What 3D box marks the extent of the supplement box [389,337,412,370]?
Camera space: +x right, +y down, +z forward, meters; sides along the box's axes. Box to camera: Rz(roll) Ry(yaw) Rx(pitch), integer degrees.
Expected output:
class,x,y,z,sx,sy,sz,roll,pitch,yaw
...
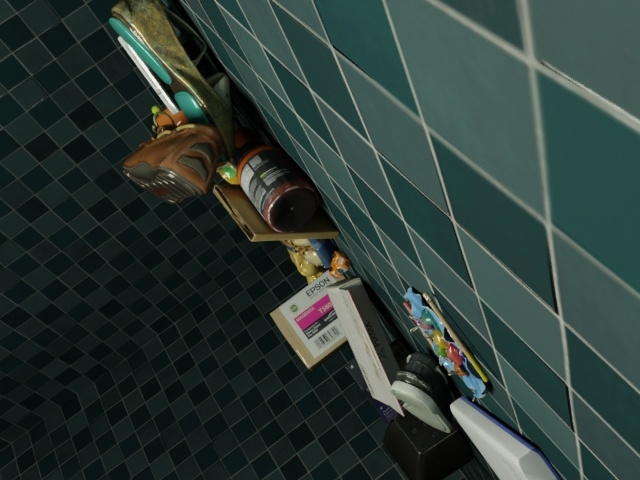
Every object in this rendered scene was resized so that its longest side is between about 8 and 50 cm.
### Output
class,x,y,z,sx,sy,sz,roll,pitch,yaw
supplement box,0.198,0.298,1.680,0.083,0.056,0.083,51,175,27

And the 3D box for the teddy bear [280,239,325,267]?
class,x,y,z,sx,sy,sz,roll,pitch,yaw
teddy bear,-0.087,-0.061,1.751,0.245,0.113,0.338,48,172,-36

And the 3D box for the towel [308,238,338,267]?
class,x,y,z,sx,sy,sz,roll,pitch,yaw
towel,0.000,0.000,1.512,0.119,0.029,0.067,59,-154,-25

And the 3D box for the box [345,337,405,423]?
class,x,y,z,sx,sy,sz,roll,pitch,yaw
box,0.191,0.410,1.988,0.207,0.153,0.108,56,175,-39

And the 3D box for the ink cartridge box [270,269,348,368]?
class,x,y,z,sx,sy,sz,roll,pitch,yaw
ink cartridge box,0.008,0.216,1.896,0.193,0.234,0.088,52,175,14

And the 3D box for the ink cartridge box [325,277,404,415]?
class,x,y,z,sx,sy,sz,roll,pitch,yaw
ink cartridge box,0.118,0.230,1.543,0.296,0.066,0.261,66,168,-1

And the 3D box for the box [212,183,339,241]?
class,x,y,z,sx,sy,sz,roll,pitch,yaw
box,-0.085,-0.056,1.312,0.201,0.021,0.164,-2,-142,-40

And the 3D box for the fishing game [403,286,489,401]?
class,x,y,z,sx,sy,sz,roll,pitch,yaw
fishing game,0.172,0.153,0.983,0.189,0.041,0.264,56,176,3

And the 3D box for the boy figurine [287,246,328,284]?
class,x,y,z,sx,sy,sz,roll,pitch,yaw
boy figurine,-0.047,0.046,2.100,0.285,0.092,0.177,54,175,-17

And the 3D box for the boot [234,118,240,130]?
class,x,y,z,sx,sy,sz,roll,pitch,yaw
boot,-0.244,-0.280,1.755,0.165,0.077,0.213,52,173,-4

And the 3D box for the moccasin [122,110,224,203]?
class,x,y,z,sx,sy,sz,roll,pitch,yaw
moccasin,-0.284,-0.161,1.306,0.139,0.147,0.380,34,166,-19

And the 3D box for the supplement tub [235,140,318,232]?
class,x,y,z,sx,sy,sz,roll,pitch,yaw
supplement tub,-0.089,-0.109,1.262,0.198,0.106,0.106,53,176,43

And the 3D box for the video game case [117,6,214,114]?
class,x,y,z,sx,sy,sz,roll,pitch,yaw
video game case,-0.300,-0.362,1.360,0.173,0.022,0.190,55,-148,-20

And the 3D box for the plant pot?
class,x,y,z,sx,sy,sz,roll,pitch,yaw
plant pot,0.290,0.538,1.864,0.187,0.188,0.167,50,163,39

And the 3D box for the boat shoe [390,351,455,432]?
class,x,y,z,sx,sy,sz,roll,pitch,yaw
boat shoe,0.220,0.306,1.353,0.114,0.091,0.302,22,163,23

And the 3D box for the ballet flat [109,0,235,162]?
class,x,y,z,sx,sy,sz,roll,pitch,yaw
ballet flat,-0.238,-0.305,1.261,0.348,0.123,0.123,53,176,-23

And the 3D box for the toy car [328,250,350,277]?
class,x,y,z,sx,sy,sz,roll,pitch,yaw
toy car,0.026,0.031,1.475,0.040,0.060,0.122,3,146,42

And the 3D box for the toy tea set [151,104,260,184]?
class,x,y,z,sx,sy,sz,roll,pitch,yaw
toy tea set,-0.213,-0.182,1.464,0.336,0.124,0.200,52,-154,9

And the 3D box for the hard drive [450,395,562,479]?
class,x,y,z,sx,sy,sz,roll,pitch,yaw
hard drive,0.321,0.371,1.073,0.210,0.040,0.318,54,175,-3
